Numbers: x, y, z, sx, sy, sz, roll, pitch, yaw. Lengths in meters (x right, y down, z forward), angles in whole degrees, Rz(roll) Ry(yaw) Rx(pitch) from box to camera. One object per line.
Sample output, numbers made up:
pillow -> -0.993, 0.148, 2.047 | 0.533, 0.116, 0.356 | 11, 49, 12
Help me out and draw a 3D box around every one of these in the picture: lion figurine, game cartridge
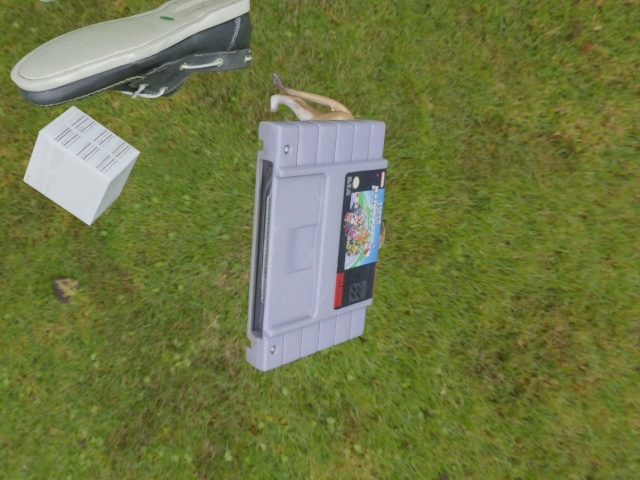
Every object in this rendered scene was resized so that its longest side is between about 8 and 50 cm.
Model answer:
lion figurine -> 0.016, -0.146, 1.340 | 0.241, 0.142, 0.391 | -1, 111, 0
game cartridge -> 0.000, 0.000, 0.963 | 0.230, 0.068, 0.354 | -10, 112, -40

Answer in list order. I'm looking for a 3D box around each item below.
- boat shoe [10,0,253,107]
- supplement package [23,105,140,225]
boat shoe -> -0.152, -0.158, 0.577 | 0.084, 0.079, 0.233 | 30, 46, 32
supplement package -> -0.612, -0.190, 1.664 | 0.203, 0.149, 0.194 | 36, 132, -8
